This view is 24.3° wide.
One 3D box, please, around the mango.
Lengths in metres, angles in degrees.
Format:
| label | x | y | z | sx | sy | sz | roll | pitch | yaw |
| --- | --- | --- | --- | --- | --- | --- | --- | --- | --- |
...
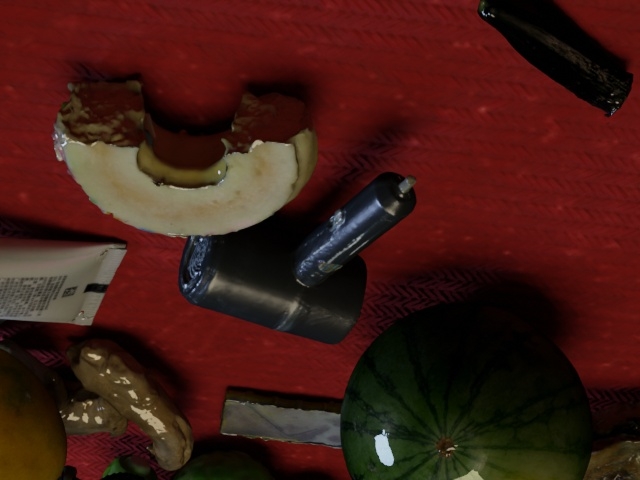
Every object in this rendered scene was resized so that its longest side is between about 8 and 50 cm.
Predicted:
| label | x | y | z | sx | sy | sz | roll | pitch | yaw |
| --- | --- | --- | --- | --- | --- | --- | --- | --- | --- |
| mango | -0.259 | 0.138 | 1.158 | 0.163 | 0.089 | 0.111 | 35 | 130 | -28 |

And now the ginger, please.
| label | x | y | z | sx | sy | sz | roll | pitch | yaw |
| --- | --- | --- | --- | --- | --- | --- | --- | --- | --- |
| ginger | -0.235 | 0.131 | 1.239 | 0.258 | 0.065 | 0.149 | 5 | 131 | 8 |

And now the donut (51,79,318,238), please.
| label | x | y | z | sx | sy | sz | roll | pitch | yaw |
| --- | --- | --- | --- | --- | --- | --- | --- | --- | --- |
| donut | -0.084 | -0.055 | 0.964 | 0.166 | 0.065 | 0.108 | 2 | 144 | 1 |

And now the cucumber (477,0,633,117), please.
| label | x | y | z | sx | sy | sz | roll | pitch | yaw |
| --- | --- | --- | --- | --- | --- | --- | --- | --- | --- |
| cucumber | 0.142 | -0.115 | 0.893 | 0.135 | 0.033 | 0.034 | 31 | 168 | -30 |

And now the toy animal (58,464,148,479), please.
| label | x | y | z | sx | sy | sz | roll | pitch | yaw |
| --- | --- | --- | --- | --- | --- | --- | --- | --- | --- |
| toy animal | -0.216 | 0.219 | 1.265 | 0.220 | 0.062 | 0.108 | 4 | 138 | -4 |

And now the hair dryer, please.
| label | x | y | z | sx | sy | sz | roll | pitch | yaw |
| --- | --- | --- | --- | --- | --- | --- | --- | --- | --- |
| hair dryer | 0.000 | 0.000 | 1.005 | 0.124 | 0.071 | 0.219 | 18 | 150 | -24 |

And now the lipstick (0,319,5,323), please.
| label | x | y | z | sx | sy | sz | roll | pitch | yaw |
| --- | --- | --- | --- | --- | --- | --- | --- | --- | --- |
| lipstick | -0.261 | 0.058 | 1.163 | 0.129 | 0.030 | 0.030 | -32 | 131 | 31 |

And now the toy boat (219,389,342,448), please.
| label | x | y | z | sx | sy | sz | roll | pitch | yaw |
| --- | --- | --- | --- | --- | --- | --- | --- | --- | --- |
| toy boat | -0.028 | 0.153 | 1.283 | 0.115 | 0.016 | 0.063 | 8 | 144 | -5 |

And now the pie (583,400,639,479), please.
| label | x | y | z | sx | sy | sz | roll | pitch | yaw |
| --- | --- | --- | --- | --- | --- | --- | --- | --- | --- |
| pie | 0.248 | 0.208 | 1.262 | 0.218 | 0.052 | 0.185 | -15 | 137 | -4 |

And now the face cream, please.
| label | x | y | z | sx | sy | sz | roll | pitch | yaw |
| --- | --- | --- | --- | --- | --- | --- | --- | --- | --- |
| face cream | -0.266 | 0.024 | 1.069 | 0.243 | 0.058 | 0.092 | 6 | 135 | -28 |

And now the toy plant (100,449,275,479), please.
| label | x | y | z | sx | sy | sz | roll | pitch | yaw |
| --- | --- | --- | --- | --- | --- | --- | --- | --- | --- |
| toy plant | -0.141 | 0.302 | 1.400 | 0.224 | 0.184 | 0.316 | 30 | 122 | -20 |

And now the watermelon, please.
| label | x | y | z | sx | sy | sz | roll | pitch | yaw |
| --- | --- | --- | --- | --- | --- | --- | --- | --- | --- |
| watermelon | 0.110 | 0.140 | 1.122 | 0.188 | 0.188 | 0.214 | -6 | 177 | 13 |
